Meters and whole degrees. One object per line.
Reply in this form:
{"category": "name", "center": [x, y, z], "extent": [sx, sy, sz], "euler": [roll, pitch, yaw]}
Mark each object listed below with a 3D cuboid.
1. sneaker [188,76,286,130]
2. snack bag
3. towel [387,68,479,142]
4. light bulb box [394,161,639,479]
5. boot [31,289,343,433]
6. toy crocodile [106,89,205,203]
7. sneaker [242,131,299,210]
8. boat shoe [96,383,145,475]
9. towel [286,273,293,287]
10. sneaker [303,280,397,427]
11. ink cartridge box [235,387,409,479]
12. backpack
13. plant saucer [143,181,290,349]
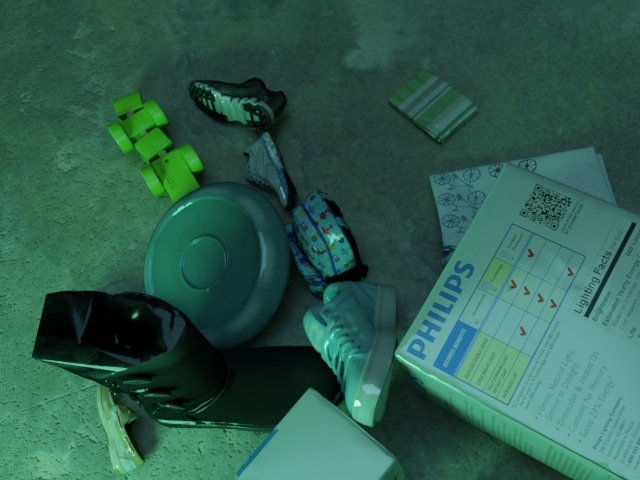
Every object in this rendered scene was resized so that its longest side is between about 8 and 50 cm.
{"category": "sneaker", "center": [-0.165, -0.293, 1.675], "extent": [0.234, 0.078, 0.106], "euler": [21, 49, 31]}
{"category": "snack bag", "center": [0.371, -0.008, 1.429], "extent": [0.322, 0.037, 0.343], "euler": [-8, 55, 6]}
{"category": "towel", "center": [0.224, -0.269, 1.622], "extent": [0.113, 0.023, 0.152], "euler": [-40, 62, -13]}
{"category": "light bulb box", "center": [0.359, 0.134, 1.204], "extent": [0.361, 0.225, 0.358], "euler": [26, 74, 22]}
{"category": "boot", "center": [-0.165, 0.179, 1.227], "extent": [0.366, 0.445, 0.146], "euler": [-10, 62, 5]}
{"category": "toy crocodile", "center": [-0.325, -0.175, 1.637], "extent": [0.115, 0.105, 0.340], "euler": [-35, 68, -8]}
{"category": "sneaker", "center": [-0.102, -0.122, 1.587], "extent": [0.082, 0.071, 0.191], "euler": [-27, 54, 4]}
{"category": "boat shoe", "center": [-0.344, 0.318, 1.412], "extent": [0.059, 0.063, 0.170], "euler": [-19, 71, -2]}
{"category": "towel", "center": [-0.132, 0.064, 1.515], "extent": [0.148, 0.027, 0.110], "euler": [-20, 63, -1]}
{"category": "sneaker", "center": [0.041, 0.170, 1.283], "extent": [0.150, 0.366, 0.135], "euler": [8, 108, 2]}
{"category": "ink cartridge box", "center": [0.013, 0.365, 1.223], "extent": [0.168, 0.233, 0.171], "euler": [35, 75, 26]}
{"category": "backpack", "center": [0.000, 0.000, 1.440], "extent": [0.116, 0.173, 0.158], "euler": [-27, 63, -4]}
{"category": "plant saucer", "center": [-0.201, 0.044, 1.463], "extent": [0.317, 0.043, 0.318], "euler": [-6, 77, 26]}
